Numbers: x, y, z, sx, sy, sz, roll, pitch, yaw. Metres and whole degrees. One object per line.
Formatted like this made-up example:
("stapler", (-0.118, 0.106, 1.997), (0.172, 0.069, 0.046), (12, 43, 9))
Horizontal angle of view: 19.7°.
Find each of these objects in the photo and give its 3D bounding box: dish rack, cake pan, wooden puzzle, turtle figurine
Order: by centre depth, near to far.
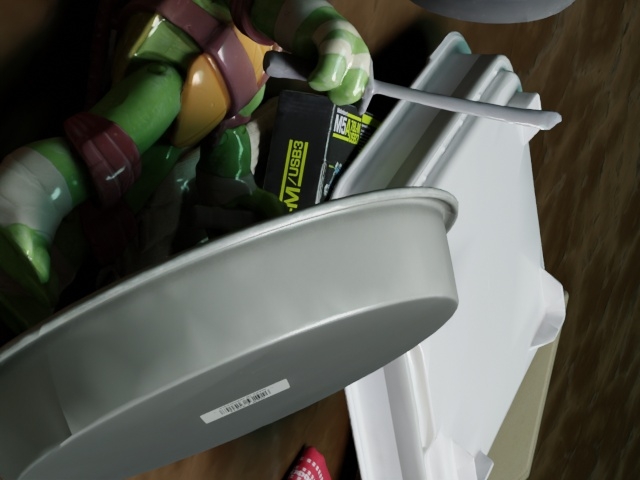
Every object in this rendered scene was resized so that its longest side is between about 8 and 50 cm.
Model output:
("turtle figurine", (-0.040, -0.035, 0.947), (0.266, 0.198, 0.274), (-42, 111, -21))
("cake pan", (-0.052, 0.061, 0.967), (0.293, 0.054, 0.293), (-23, 168, -5))
("dish rack", (0.102, 0.030, 1.311), (0.333, 0.072, 0.285), (-53, 139, -54))
("wooden puzzle", (0.182, 0.180, 1.861), (0.239, 0.044, 0.221), (-37, 141, -59))

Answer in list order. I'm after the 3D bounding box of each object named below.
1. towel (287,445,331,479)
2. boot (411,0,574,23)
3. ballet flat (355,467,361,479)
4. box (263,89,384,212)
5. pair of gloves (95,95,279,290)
("towel", (-0.054, 0.322, 1.463), (0.275, 0.031, 0.199), (-58, 152, -29))
("boot", (0.070, -0.383, 0.907), (0.445, 0.146, 0.367), (84, 3, -52))
("ballet flat", (0.087, 0.155, 1.535), (0.124, 0.116, 0.342), (-55, 145, -60))
("box", (0.000, 0.000, 1.236), (0.191, 0.045, 0.184), (4, 93, -75))
("pair of gloves", (-0.079, 0.039, 1.161), (0.204, 0.042, 0.240), (-26, 132, -59))
